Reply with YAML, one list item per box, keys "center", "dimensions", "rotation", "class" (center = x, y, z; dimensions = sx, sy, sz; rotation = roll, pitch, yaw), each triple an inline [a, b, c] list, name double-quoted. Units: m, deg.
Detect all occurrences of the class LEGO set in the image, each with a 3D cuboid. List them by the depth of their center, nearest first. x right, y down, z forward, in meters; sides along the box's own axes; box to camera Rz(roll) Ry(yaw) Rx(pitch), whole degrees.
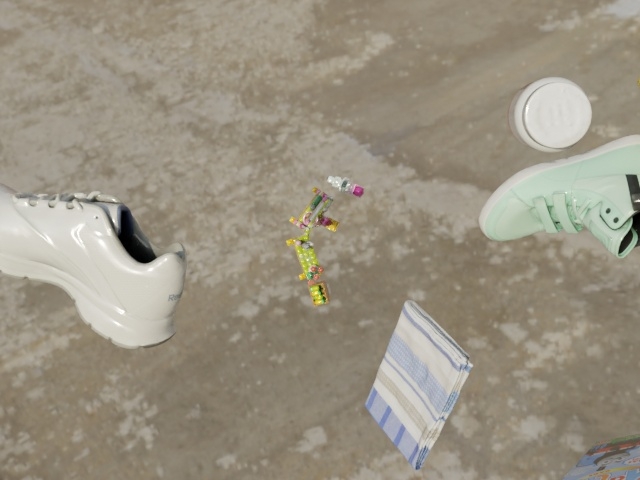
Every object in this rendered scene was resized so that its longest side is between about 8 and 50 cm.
- center: [0.000, 0.000, 1.859]
  dimensions: [0.132, 0.287, 0.107]
  rotation: [14, 3, -14]
  class: "LEGO set"

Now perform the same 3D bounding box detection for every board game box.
- center: [0.383, 0.289, 1.084]
  dimensions: [0.160, 0.039, 0.211]
  rotation: [-23, -3, 37]
  class: "board game box"

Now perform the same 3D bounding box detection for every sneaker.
- center: [-0.268, -0.007, 0.949]
  dimensions: [0.297, 0.129, 0.111]
  rotation: [28, 25, 3]
  class: "sneaker"
- center: [0.331, -0.032, 1.155]
  dimensions: [0.256, 0.094, 0.151]
  rotation: [-25, 41, 23]
  class: "sneaker"

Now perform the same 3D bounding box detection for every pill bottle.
- center: [0.373, -0.204, 1.433]
  dimensions: [0.121, 0.121, 0.221]
  rotation: [-8, 7, 8]
  class: "pill bottle"

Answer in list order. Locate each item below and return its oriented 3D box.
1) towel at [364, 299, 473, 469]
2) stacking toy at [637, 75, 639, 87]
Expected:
- center: [0.182, 0.283, 1.724]
  dimensions: [0.034, 0.285, 0.209]
  rotation: [-2, 35, -35]
  class: "towel"
- center: [0.522, -0.217, 0.970]
  dimensions: [0.309, 0.130, 0.279]
  rotation: [17, 3, 22]
  class: "stacking toy"
